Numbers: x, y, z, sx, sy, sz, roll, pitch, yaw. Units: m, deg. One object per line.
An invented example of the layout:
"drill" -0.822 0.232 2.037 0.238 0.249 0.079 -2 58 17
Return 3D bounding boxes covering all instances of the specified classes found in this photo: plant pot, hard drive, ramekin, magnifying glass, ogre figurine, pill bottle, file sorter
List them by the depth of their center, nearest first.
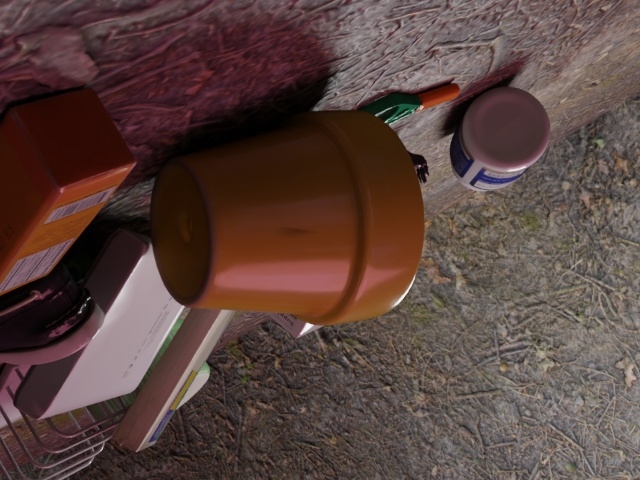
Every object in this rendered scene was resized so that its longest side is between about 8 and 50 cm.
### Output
"plant pot" -0.052 -0.021 1.039 0.239 0.253 0.254 -6 160 -33
"ogre figurine" -0.317 0.080 1.179 0.118 0.097 0.197 -40 -174 -9
"hard drive" -0.254 0.106 1.192 0.233 0.047 0.353 -59 174 -1
"magnifying glass" 0.120 -0.193 1.318 0.231 0.026 0.092 -21 169 -40
"file sorter" -0.483 0.320 1.686 0.193 0.173 0.277 -22 159 -45
"pill bottle" 0.321 -0.176 1.698 0.153 0.153 0.264 -29 173 -4
"ramekin" -0.404 0.328 2.128 0.303 0.148 0.303 -36 167 -10

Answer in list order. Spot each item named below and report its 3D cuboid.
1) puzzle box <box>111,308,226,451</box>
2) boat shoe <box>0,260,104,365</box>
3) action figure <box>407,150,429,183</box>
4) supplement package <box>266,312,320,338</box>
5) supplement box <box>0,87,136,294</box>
"puzzle box" -0.236 0.195 1.690 0.408 0.052 0.272 -59 178 -11
"boat shoe" -0.376 0.085 0.975 0.303 0.091 0.114 -16 -150 16
"action figure" 0.055 -0.056 1.537 0.276 0.140 0.164 -29 -176 -18
"supplement package" 0.000 0.000 1.362 0.134 0.139 0.244 -18 141 -58
"supplement box" -0.243 -0.031 0.769 0.080 0.078 0.233 -27 174 -43
